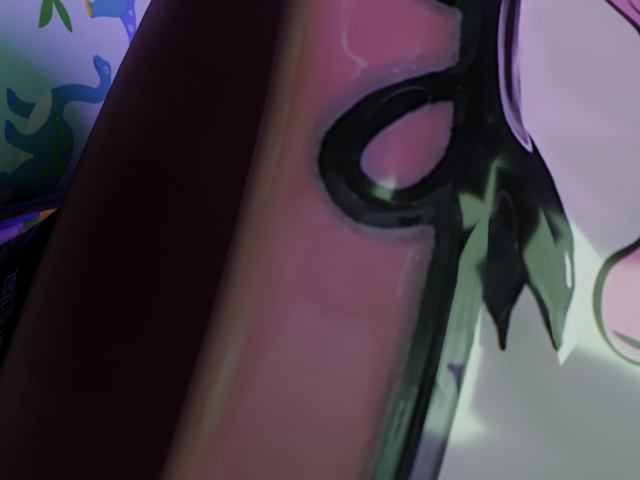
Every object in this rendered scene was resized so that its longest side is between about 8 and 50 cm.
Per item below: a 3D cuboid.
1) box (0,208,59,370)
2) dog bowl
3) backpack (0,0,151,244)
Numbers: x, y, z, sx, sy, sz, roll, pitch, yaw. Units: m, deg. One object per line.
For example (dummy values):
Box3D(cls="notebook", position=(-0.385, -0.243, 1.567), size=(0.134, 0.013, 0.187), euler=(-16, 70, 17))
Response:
Box3D(cls="box", position=(-0.062, 0.061, 0.842), size=(0.180, 0.077, 0.147), euler=(28, 45, -25))
Box3D(cls="dog bowl", position=(-0.007, 0.067, 0.547), size=(0.150, 0.408, 0.408), euler=(20, 48, -14))
Box3D(cls="backpack", position=(-0.207, -0.089, 0.687), size=(0.355, 0.273, 0.290), euler=(1, 72, -74))
